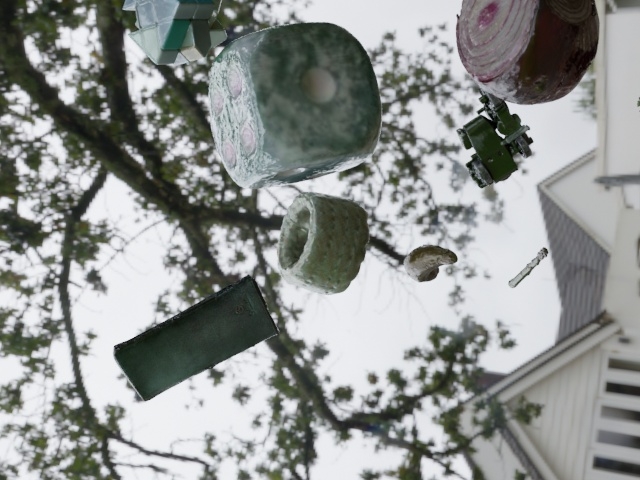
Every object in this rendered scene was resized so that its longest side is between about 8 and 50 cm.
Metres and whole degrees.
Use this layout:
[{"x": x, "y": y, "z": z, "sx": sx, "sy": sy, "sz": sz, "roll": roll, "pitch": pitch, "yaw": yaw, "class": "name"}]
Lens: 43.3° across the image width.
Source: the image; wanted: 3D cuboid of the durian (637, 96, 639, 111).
[{"x": 0.789, "y": -0.266, "z": 1.656, "sx": 0.137, "sy": 0.237, "sz": 0.193, "roll": -28, "pitch": -22, "yaw": -36, "class": "durian"}]

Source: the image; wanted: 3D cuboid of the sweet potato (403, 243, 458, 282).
[{"x": 0.305, "y": 0.067, "z": 2.355, "sx": 0.310, "sy": 0.124, "sz": 0.098, "roll": 108, "pitch": 153, "yaw": -78, "class": "sweet potato"}]

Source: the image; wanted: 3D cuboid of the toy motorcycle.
[{"x": 0.461, "y": -0.283, "z": 2.196, "sx": 0.275, "sy": 0.205, "sz": 0.127, "roll": 55, "pitch": -170, "yaw": -13, "class": "toy motorcycle"}]

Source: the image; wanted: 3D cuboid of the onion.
[{"x": 0.465, "y": -0.455, "z": 1.732, "sx": 0.260, "sy": 0.282, "sz": 0.337, "roll": 10, "pitch": -124, "yaw": -25, "class": "onion"}]

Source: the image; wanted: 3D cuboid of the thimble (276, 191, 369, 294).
[{"x": 0.000, "y": 0.000, "z": 2.345, "sx": 0.195, "sy": 0.291, "sz": 0.291, "roll": 17, "pitch": -104, "yaw": -25, "class": "thimble"}]

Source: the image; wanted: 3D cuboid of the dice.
[{"x": -0.071, "y": -0.316, "z": 1.959, "sx": 0.330, "sy": 0.348, "sz": 0.328, "roll": -12, "pitch": -93, "yaw": -26, "class": "dice"}]

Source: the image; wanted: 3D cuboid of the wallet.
[{"x": -0.298, "y": 0.242, "z": 1.956, "sx": 0.379, "sy": 0.046, "sz": 0.191, "roll": -28, "pitch": -58, "yaw": -8, "class": "wallet"}]

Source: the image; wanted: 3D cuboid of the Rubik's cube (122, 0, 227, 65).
[{"x": -0.344, "y": -0.564, "z": 2.018, "sx": 0.213, "sy": 0.265, "sz": 0.224, "roll": -16, "pitch": -34, "yaw": -49, "class": "Rubik's cube"}]

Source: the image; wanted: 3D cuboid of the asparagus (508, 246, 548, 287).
[{"x": 0.456, "y": 0.060, "z": 1.764, "sx": 0.248, "sy": 0.024, "sz": 0.025, "roll": 102, "pitch": -173, "yaw": -69, "class": "asparagus"}]
